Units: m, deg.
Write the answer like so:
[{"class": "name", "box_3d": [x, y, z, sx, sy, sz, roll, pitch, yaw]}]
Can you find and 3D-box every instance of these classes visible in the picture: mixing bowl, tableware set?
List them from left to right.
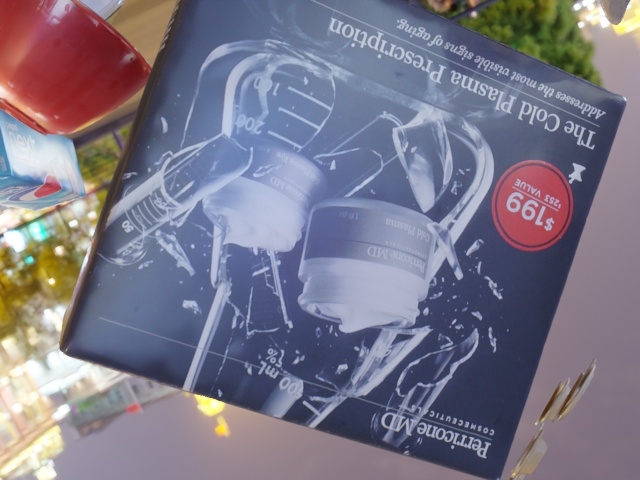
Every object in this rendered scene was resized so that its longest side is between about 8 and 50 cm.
[{"class": "mixing bowl", "box_3d": [-0.246, -0.155, 0.772, 0.098, 0.181, 0.181, -57, -168, -7]}, {"class": "tableware set", "box_3d": [0.222, 0.187, 0.887, 0.141, 0.020, 0.168, -53, 164, -16]}]

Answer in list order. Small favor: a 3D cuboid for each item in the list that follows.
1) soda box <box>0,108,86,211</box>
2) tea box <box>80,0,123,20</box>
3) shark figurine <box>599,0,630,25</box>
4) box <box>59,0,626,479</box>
[{"class": "soda box", "box_3d": [-0.315, -0.079, 0.930, 0.067, 0.071, 0.210, -16, 177, 4]}, {"class": "tea box", "box_3d": [-0.481, -0.388, 1.286, 0.220, 0.329, 0.323, -45, -164, -12]}, {"class": "shark figurine", "box_3d": [0.269, -0.181, 0.487, 0.278, 0.166, 0.116, 9, -160, -5]}, {"class": "box", "box_3d": [0.011, -0.021, 0.710, 0.343, 0.312, 0.179, 19, 179, -15]}]
